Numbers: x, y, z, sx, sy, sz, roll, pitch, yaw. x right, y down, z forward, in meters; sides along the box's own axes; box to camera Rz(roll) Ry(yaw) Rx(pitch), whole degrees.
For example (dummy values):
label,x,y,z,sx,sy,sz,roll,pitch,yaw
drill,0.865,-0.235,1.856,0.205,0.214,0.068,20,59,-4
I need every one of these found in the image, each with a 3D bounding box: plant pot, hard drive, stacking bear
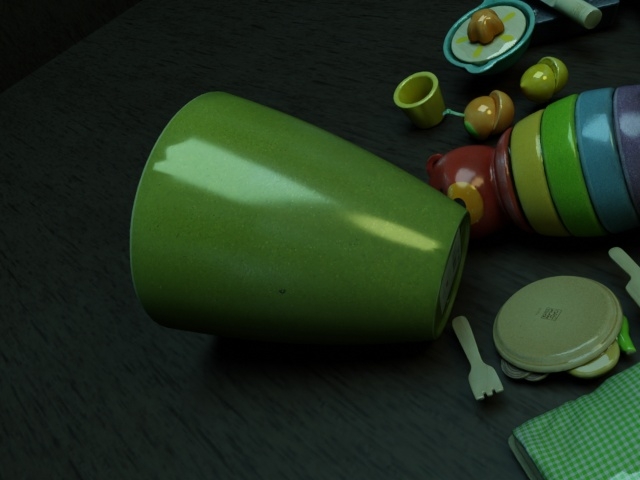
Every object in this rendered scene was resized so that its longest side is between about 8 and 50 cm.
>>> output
label,x,y,z,sx,sy,sz,roll,pitch,yaw
plant pot,0.000,0.000,0.722,0.293,0.275,0.275,14,51,20
hard drive,0.391,-0.409,1.103,0.172,0.054,0.254,-9,42,21
stacking bear,0.253,-0.071,0.722,0.289,0.175,0.164,-11,17,33

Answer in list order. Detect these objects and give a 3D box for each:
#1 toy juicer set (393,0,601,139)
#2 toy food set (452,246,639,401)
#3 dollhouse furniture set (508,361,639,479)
label,x,y,z,sx,sy,sz,roll,pitch,yaw
toy juicer set,0.269,-0.283,0.952,0.329,0.089,0.209,-50,44,-8
toy food set,0.230,0.087,0.650,0.192,0.038,0.132,-25,31,11
dollhouse furniture set,0.266,0.165,0.440,0.197,0.151,0.301,-27,38,0
